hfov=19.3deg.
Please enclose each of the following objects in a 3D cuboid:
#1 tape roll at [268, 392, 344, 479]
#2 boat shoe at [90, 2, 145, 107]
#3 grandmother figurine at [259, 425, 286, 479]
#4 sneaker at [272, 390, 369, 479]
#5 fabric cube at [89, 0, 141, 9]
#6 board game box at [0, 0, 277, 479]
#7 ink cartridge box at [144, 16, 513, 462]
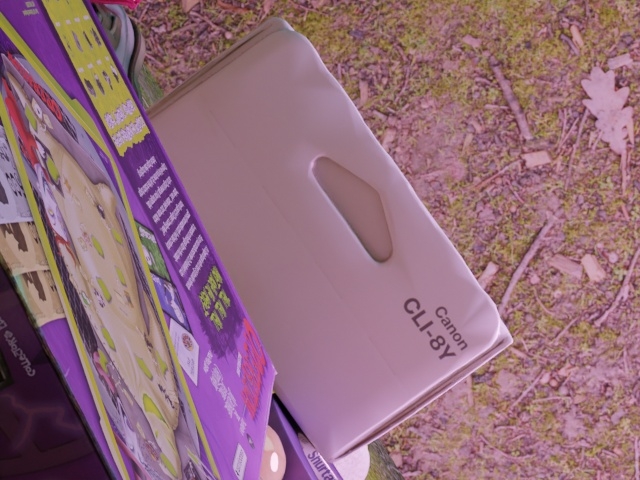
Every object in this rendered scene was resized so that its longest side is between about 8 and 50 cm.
[{"bbox_3d":[-0.014,0.203,1.276,0.189,0.080,0.189,57,1,-2],"label":"tape roll"},{"bbox_3d":[-0.223,-0.180,1.689,0.103,0.113,0.302,63,0,-31],"label":"boat shoe"},{"bbox_3d":[-0.068,0.123,1.013,0.208,0.104,0.342,48,1,-8],"label":"grandmother figurine"},{"bbox_3d":[-0.041,0.126,1.665,0.240,0.091,0.126,55,2,-34],"label":"sneaker"},{"bbox_3d":[-0.215,-0.374,1.599,0.258,0.259,0.254,41,11,4],"label":"fabric cube"},{"bbox_3d":[-0.081,-0.001,0.588,0.208,0.056,0.347,60,4,-7],"label":"board game box"},{"bbox_3d":[0.000,0.000,1.440,0.279,0.160,0.384,54,2,3],"label":"ink cartridge box"}]
